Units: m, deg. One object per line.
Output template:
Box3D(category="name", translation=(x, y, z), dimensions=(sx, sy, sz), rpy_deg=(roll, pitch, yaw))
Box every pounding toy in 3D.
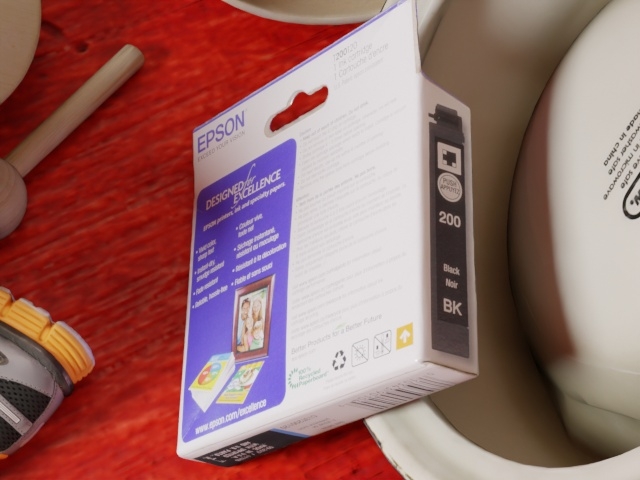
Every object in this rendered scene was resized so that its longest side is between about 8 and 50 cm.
Box3D(category="pounding toy", translation=(-0.252, -0.117, 1.059), dimensions=(0.237, 0.110, 0.183), rpy_deg=(44, 54, -16))

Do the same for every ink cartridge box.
Box3D(category="ink cartridge box", translation=(0.000, 0.000, 0.960), dimensions=(0.045, 0.206, 0.208), rpy_deg=(18, 61, -35))

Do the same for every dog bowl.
Box3D(category="dog bowl", translation=(0.184, -0.039, 0.899), dimensions=(0.150, 0.408, 0.408), rpy_deg=(20, 59, -35))

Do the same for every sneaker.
Box3D(category="sneaker", translation=(-0.235, 0.045, 0.982), dimensions=(0.215, 0.084, 0.083), rpy_deg=(27, 75, 10))

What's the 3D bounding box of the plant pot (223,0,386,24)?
Box3D(category="plant pot", translation=(-0.003, -0.321, 1.097), dimensions=(0.257, 0.256, 0.274), rpy_deg=(-8, 50, -8))
